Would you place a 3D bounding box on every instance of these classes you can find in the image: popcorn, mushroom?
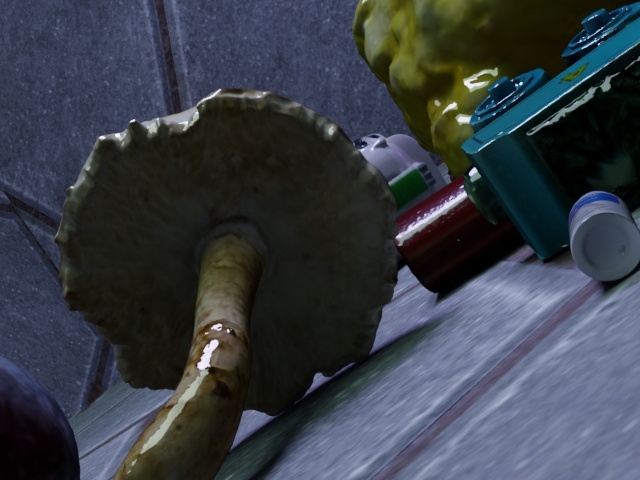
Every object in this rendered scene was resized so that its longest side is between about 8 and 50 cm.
[{"bbox_3d":[0.165,-0.218,1.199,0.293,0.334,0.292,8,18,17],"label":"popcorn"},{"bbox_3d":[-0.042,0.058,0.871,0.233,0.302,0.208,-37,-42,14],"label":"mushroom"}]

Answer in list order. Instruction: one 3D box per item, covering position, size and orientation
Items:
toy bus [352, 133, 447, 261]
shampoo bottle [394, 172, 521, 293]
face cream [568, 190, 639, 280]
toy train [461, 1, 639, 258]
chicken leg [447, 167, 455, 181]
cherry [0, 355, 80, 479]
[{"bbox_3d":[0.000,0.000,1.457,0.305,0.143,0.179,-35,4,-28],"label":"toy bus"},{"bbox_3d":[0.175,-0.059,0.997,0.260,0.064,0.102,-35,1,11],"label":"shampoo bottle"},{"bbox_3d":[0.144,-0.007,0.688,0.034,0.034,0.130,-34,1,14],"label":"face cream"},{"bbox_3d":[0.180,-0.077,0.855,0.198,0.107,0.154,-35,9,7],"label":"toy train"},{"bbox_3d":[0.248,-0.138,1.707,0.322,0.083,0.177,-40,-10,-42],"label":"chicken leg"},{"bbox_3d":[-0.292,0.179,0.889,0.296,0.218,0.255,-41,4,45],"label":"cherry"}]
